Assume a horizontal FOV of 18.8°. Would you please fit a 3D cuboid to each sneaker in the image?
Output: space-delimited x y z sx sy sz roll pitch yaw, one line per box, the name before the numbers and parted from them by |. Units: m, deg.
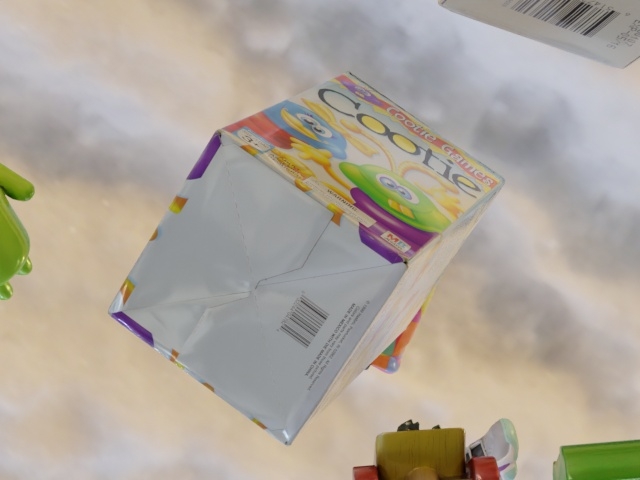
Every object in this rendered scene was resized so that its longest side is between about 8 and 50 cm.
sneaker | 0.079 0.148 1.194 0.069 0.038 0.098 10 118 -17

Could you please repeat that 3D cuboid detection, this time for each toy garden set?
toy garden set | 0.115 0.137 0.996 0.204 0.049 0.244 -4 156 -3

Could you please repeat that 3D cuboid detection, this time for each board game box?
board game box | 0.000 0.000 1.264 0.144 0.142 0.275 -57 172 19

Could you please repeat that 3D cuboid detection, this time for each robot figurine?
robot figurine | -0.240 -0.010 1.309 0.101 0.067 0.115 -54 138 -30

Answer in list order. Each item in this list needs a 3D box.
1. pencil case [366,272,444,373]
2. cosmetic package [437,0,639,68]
pencil case | 0.077 0.020 1.942 0.104 0.104 0.236 22 95 -40
cosmetic package | 0.195 -0.299 1.394 0.160 0.113 0.309 18 66 -16
